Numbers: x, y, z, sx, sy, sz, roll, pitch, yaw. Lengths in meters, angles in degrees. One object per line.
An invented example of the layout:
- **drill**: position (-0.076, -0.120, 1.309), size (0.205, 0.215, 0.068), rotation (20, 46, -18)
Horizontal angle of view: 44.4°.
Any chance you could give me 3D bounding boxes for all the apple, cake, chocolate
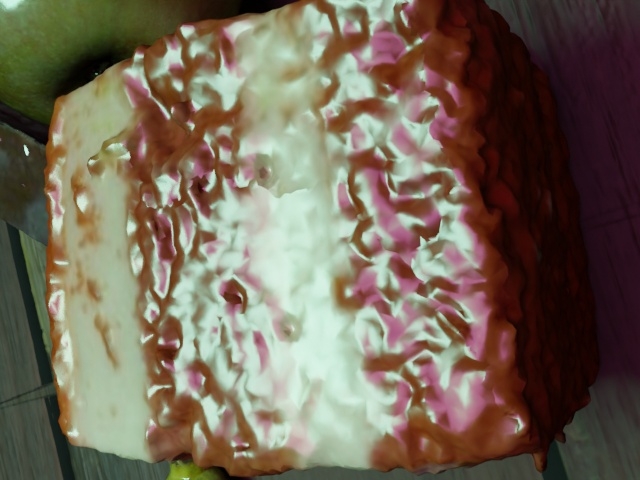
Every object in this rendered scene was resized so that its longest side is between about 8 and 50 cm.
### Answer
- **apple**: position (-0.191, -0.205, 0.639), size (0.256, 0.256, 0.234), rotation (-25, 61, 26)
- **cake**: position (0.000, 0.000, 0.534), size (0.319, 0.269, 0.270), rotation (-9, 86, 26)
- **chocolate**: position (-0.255, -0.058, 0.769), size (0.321, 0.112, 0.112), rotation (27, 112, 24)

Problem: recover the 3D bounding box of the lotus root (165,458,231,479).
- **lotus root**: position (-0.097, 0.267, 0.692), size (0.108, 0.094, 0.191), rotation (-15, 72, -2)
